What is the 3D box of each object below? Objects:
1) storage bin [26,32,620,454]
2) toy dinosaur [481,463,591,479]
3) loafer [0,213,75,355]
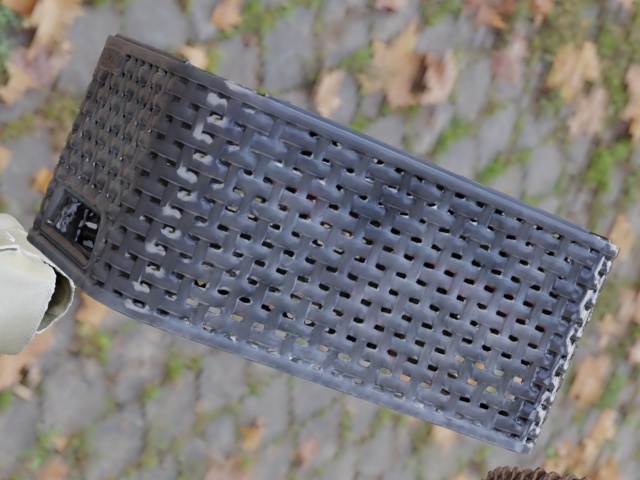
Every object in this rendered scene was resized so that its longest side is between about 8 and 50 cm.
[{"bbox_3d":[0.000,0.000,0.641,0.180,0.122,0.084,22,93,-26],"label":"storage bin"},{"bbox_3d":[0.065,0.147,0.567,0.127,0.200,0.295,-1,126,-13],"label":"toy dinosaur"},{"bbox_3d":[-0.246,0.037,1.294,0.102,0.092,0.268,-65,175,14],"label":"loafer"}]
